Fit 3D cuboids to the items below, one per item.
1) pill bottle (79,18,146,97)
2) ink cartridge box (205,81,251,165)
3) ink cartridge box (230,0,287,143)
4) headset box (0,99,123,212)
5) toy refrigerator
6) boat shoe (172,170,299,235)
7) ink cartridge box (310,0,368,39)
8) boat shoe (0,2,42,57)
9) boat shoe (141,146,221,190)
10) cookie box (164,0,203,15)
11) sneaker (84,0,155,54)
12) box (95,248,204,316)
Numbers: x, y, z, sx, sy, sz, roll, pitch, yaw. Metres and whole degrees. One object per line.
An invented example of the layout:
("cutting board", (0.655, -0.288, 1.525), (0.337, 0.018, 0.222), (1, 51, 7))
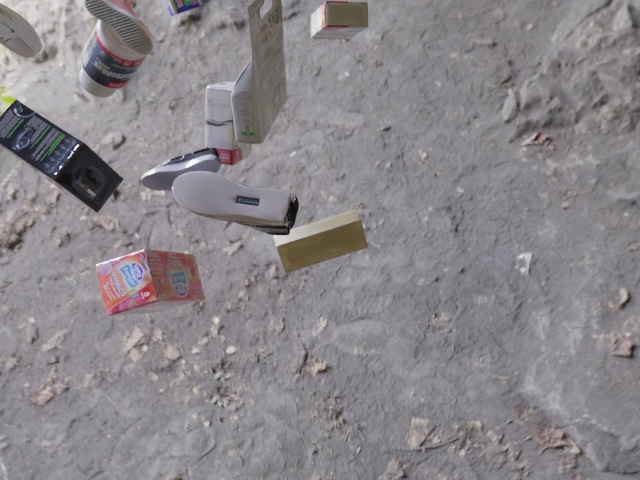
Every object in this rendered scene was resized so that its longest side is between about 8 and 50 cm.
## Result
("pill bottle", (-0.428, -0.373, 1.237), (0.107, 0.180, 0.108), (16, 61, -32))
("ink cartridge box", (-0.264, -0.344, 1.760), (0.092, 0.218, 0.158), (8, 21, 13))
("ink cartridge box", (-0.105, -0.303, 1.015), (0.056, 0.225, 0.181), (5, 38, 12))
("headset box", (-0.729, -0.226, 1.694), (0.283, 0.246, 0.131), (31, 78, 17))
("toy refrigerator", (0.000, 0.000, 1.867), (0.269, 0.102, 0.094), (-18, 27, -2))
("boat shoe", (-0.225, -0.086, 1.640), (0.340, 0.158, 0.127), (14, 72, 5))
("ink cartridge box", (0.040, -0.492, 1.351), (0.099, 0.135, 0.056), (-4, 99, -15))
("boat shoe", (-0.734, -0.478, 1.337), (0.098, 0.277, 0.096), (-3, 71, 15))
("boat shoe", (-0.385, -0.205, 1.669), (0.228, 0.080, 0.076), (-18, 51, 10))
("cookie box", (-0.444, -0.778, 1.927), (0.107, 0.092, 0.040), (-33, 25, -29))
("sneaker", (-0.325, -0.376, 1.025), (0.134, 0.051, 0.070), (38, 36, -6))
("box", (-0.457, 0.116, 1.662), (0.154, 0.300, 0.142), (-17, 82, 10))
